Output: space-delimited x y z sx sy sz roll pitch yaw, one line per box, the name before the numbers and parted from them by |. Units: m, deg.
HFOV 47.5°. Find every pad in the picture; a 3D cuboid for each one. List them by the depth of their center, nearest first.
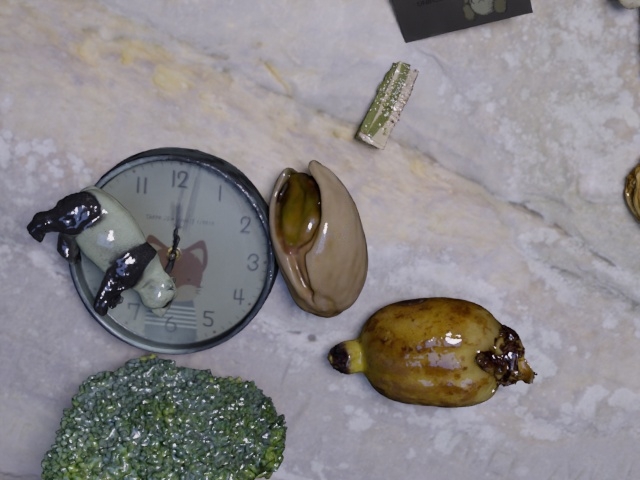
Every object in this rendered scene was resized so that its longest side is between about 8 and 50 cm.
pad | 0.188 -0.353 1.012 0.190 0.004 0.127 -6 128 28

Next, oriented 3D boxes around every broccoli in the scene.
broccoli | -0.237 0.298 1.120 0.375 0.302 0.249 -9 81 -26

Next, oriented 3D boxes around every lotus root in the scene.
lotus root | 0.168 0.171 1.126 0.313 0.141 0.170 1 100 8

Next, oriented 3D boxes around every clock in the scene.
clock | -0.225 0.021 1.123 0.324 0.067 0.326 0 103 0

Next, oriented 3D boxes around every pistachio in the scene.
pistachio | 0.000 0.000 1.082 0.137 0.153 0.238 -9 105 22

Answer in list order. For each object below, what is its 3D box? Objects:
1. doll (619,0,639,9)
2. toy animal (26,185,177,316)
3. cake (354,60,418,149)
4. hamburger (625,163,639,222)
doll | 0.413 -0.457 0.966 0.175 0.149 0.278 -21 92 23
toy animal | -0.299 0.025 1.048 0.121 0.094 0.225 -39 99 -1
cake | 0.100 -0.201 1.100 0.051 0.055 0.140 27 83 -5
hamburger | 0.543 -0.074 1.107 0.147 0.083 0.138 43 103 -6
